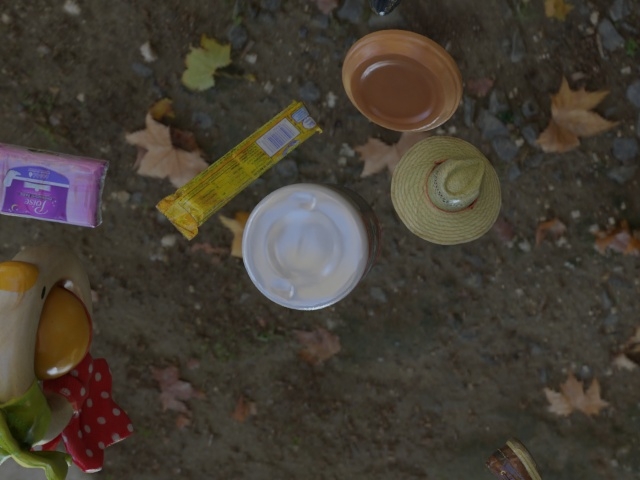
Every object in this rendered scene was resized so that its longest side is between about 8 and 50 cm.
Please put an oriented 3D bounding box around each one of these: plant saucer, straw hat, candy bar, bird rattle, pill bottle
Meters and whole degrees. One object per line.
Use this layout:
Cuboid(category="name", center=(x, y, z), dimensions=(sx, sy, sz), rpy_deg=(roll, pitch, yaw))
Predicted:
Cuboid(category="plant saucer", center=(0.128, -0.247, 1.458), dimensions=(0.200, 0.037, 0.200), rpy_deg=(14, 141, 12))
Cuboid(category="straw hat", center=(0.157, -0.066, 1.039), dimensions=(0.145, 0.144, 0.061), rpy_deg=(22, 159, -9))
Cuboid(category="candy bar", center=(-0.063, -0.063, 0.757), dimensions=(0.040, 0.161, 0.018), rpy_deg=(47, 159, 6))
Cuboid(category="bird rattle", center=(-0.222, 0.107, 0.751), dimensions=(0.143, 0.253, 0.206), rpy_deg=(7, 93, 14))
Cuboid(category="pill bottle", center=(0.000, 0.000, 1.252), dimensions=(0.161, 0.283, 0.161), rpy_deg=(1, 94, 9))

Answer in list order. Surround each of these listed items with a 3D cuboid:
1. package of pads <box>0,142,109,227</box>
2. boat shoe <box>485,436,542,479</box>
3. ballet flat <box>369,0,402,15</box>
Cuboid(category="package of pads", center=(-0.197, -0.039, 0.652), dimensions=(0.083, 0.032, 0.050), rpy_deg=(9, 101, -6))
Cuboid(category="boat shoe", center=(0.279, 0.350, 1.213), dimensions=(0.060, 0.064, 0.178), rpy_deg=(-31, 99, -5))
Cuboid(category="ballet flat", center=(0.052, -0.262, 0.821), dimensions=(0.058, 0.173, 0.049), rpy_deg=(16, 127, -10))
